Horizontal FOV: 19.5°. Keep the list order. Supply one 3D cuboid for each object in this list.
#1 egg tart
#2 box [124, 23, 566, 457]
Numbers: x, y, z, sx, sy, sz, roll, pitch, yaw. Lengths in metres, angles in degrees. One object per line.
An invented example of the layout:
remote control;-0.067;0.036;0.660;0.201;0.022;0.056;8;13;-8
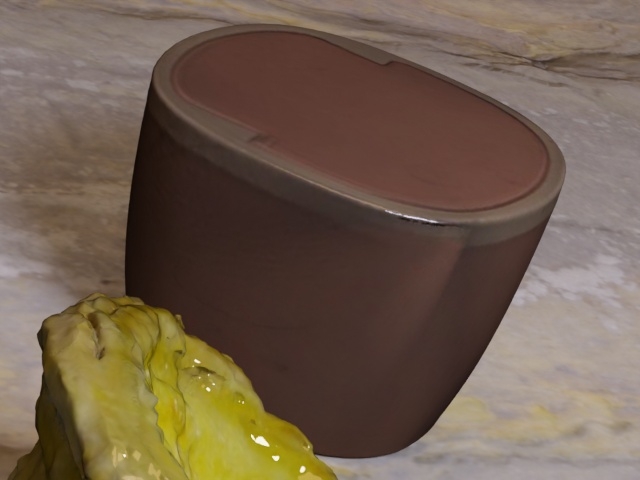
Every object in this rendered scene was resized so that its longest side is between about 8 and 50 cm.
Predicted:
egg tart;-0.051;0.180;0.935;0.345;0.132;0.345;48;9;-10
box;0.000;0.000;1.325;0.301;0.216;0.301;16;26;-8
